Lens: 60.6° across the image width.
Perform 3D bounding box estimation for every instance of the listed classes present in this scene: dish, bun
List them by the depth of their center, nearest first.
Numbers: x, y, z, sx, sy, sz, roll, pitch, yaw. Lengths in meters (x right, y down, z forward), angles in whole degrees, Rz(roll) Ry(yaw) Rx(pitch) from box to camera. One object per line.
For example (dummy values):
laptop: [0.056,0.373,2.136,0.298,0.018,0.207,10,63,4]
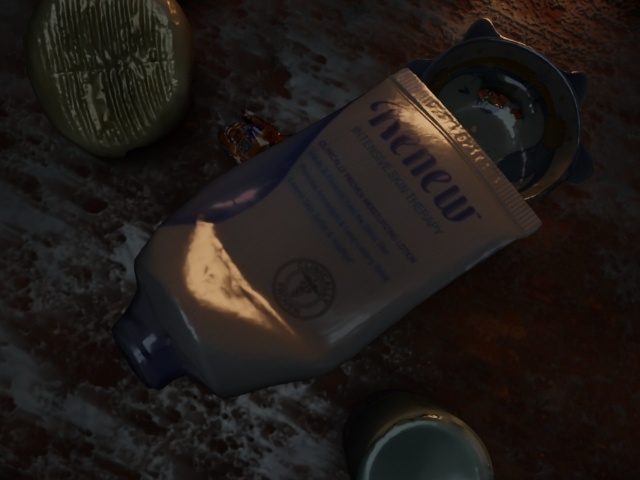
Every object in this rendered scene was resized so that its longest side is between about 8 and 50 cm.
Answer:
bun: [-0.229,-0.194,0.626,0.179,0.128,0.193,-7,104,-4]
dish: [0.211,-0.142,0.674,0.228,0.086,0.236,-38,88,-8]

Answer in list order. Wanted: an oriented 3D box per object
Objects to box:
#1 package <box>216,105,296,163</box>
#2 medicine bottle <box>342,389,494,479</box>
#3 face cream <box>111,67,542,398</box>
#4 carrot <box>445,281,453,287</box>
package: [-0.068,-0.114,0.675,0.111,0.033,0.077,40,73,-4]
medicine bottle: [0.093,0.233,0.584,0.135,0.168,0.135,1,85,-5]
face cream: [0.000,0.000,0.541,0.420,0.137,0.234,-32,76,-19]
carrot: [0.000,0.029,0.630,0.302,0.114,0.114,-5,85,-1]
